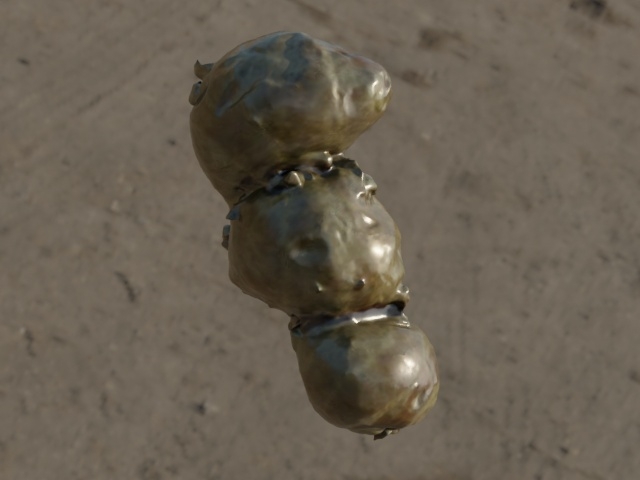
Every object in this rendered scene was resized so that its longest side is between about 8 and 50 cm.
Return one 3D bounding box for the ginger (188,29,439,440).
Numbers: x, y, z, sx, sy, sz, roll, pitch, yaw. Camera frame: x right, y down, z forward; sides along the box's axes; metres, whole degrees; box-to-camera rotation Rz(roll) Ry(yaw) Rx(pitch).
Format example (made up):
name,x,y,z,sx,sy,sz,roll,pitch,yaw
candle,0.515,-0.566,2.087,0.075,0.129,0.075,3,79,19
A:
name,x,y,z,sx,sy,sz,roll,pitch,yaw
ginger,0.000,0.000,0.716,0.104,0.204,0.080,-13,5,17
